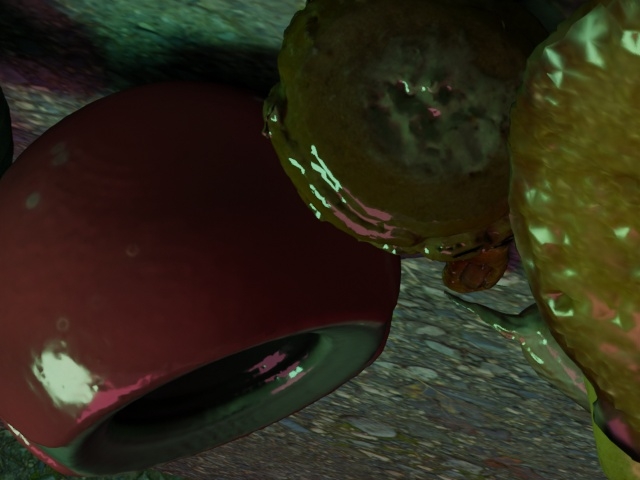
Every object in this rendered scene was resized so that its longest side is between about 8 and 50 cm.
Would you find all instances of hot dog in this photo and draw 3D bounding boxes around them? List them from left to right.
[{"bbox_3d":[0.119,0.017,1.202,0.044,0.028,0.137,13,163,-3],"label":"hot dog"}]

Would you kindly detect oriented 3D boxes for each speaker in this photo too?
[{"bbox_3d":[-0.091,0.029,1.052,0.294,0.294,0.294,18,164,5],"label":"speaker"}]

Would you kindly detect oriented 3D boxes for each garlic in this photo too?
[{"bbox_3d":[0.200,0.089,1.233,0.198,0.090,0.128,23,175,-40],"label":"garlic"}]

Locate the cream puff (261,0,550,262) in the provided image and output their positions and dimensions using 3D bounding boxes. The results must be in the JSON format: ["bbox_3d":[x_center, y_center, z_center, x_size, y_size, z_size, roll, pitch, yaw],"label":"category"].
[{"bbox_3d":[0.050,-0.066,0.820,0.165,0.150,0.115,58,179,-1],"label":"cream puff"}]

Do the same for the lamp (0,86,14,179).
[{"bbox_3d":[-0.332,-0.084,1.056,0.265,0.233,0.233,36,163,-1],"label":"lamp"}]

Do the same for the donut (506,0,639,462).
[{"bbox_3d":[0.261,-0.008,0.592,0.377,0.163,0.435,20,149,32],"label":"donut"}]

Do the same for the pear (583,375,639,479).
[{"bbox_3d":[0.266,0.105,1.095,0.178,0.178,0.178,18,164,5],"label":"pear"}]

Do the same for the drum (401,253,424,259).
[{"bbox_3d":[0.011,0.009,1.256,0.253,0.049,0.130,8,160,36],"label":"drum"}]
